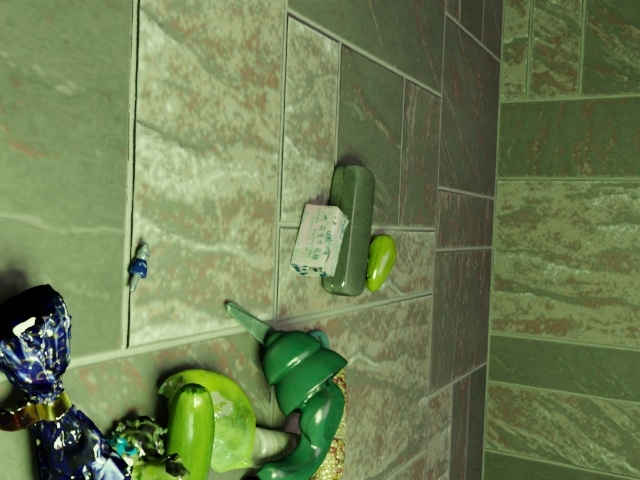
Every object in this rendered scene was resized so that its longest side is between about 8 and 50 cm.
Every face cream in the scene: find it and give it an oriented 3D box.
[{"bbox_3d":[-0.082,0.445,1.439,0.269,0.081,0.082,38,60,-57],"label":"face cream"}]

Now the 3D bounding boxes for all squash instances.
[{"bbox_3d":[-0.220,0.354,1.119,0.082,0.082,0.293,-27,135,-58],"label":"squash"}]

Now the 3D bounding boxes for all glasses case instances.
[{"bbox_3d":[0.072,-0.024,1.680,0.131,0.074,0.323,16,78,-60],"label":"glasses case"}]

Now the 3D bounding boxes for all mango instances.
[{"bbox_3d":[0.164,0.061,1.856,0.091,0.074,0.165,39,59,-58],"label":"mango"}]

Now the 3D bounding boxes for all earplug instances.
[{"bbox_3d":[-0.049,0.319,1.352,0.280,0.257,0.164,57,-7,15],"label":"earplug"}]

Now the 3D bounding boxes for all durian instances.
[{"bbox_3d":[-0.189,0.313,1.210,0.139,0.101,0.250,-52,132,-45],"label":"durian"}]

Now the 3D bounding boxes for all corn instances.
[{"bbox_3d":[0.010,0.387,1.463,0.098,0.098,0.290,49,33,-51],"label":"corn"}]

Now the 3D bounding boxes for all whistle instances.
[{"bbox_3d":[-0.288,0.042,1.080,0.033,0.029,0.083,108,-6,-66],"label":"whistle"}]

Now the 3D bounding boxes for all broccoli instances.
[{"bbox_3d":[-0.267,0.349,1.017,0.155,0.160,0.167,62,25,-5],"label":"broccoli"}]

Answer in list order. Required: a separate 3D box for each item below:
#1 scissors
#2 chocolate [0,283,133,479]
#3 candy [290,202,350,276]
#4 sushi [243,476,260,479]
[{"bbox_3d":[-0.086,0.228,1.464,0.447,0.029,0.193,50,50,-52],"label":"scissors"},{"bbox_3d":[-0.351,0.230,0.895,0.126,0.148,0.344,-131,-153,-65],"label":"chocolate"},{"bbox_3d":[0.000,0.000,1.537,0.073,0.092,0.160,41,59,-57],"label":"candy"},{"bbox_3d":[-0.102,0.550,1.355,0.172,0.153,0.150,-43,113,-24],"label":"sushi"}]
